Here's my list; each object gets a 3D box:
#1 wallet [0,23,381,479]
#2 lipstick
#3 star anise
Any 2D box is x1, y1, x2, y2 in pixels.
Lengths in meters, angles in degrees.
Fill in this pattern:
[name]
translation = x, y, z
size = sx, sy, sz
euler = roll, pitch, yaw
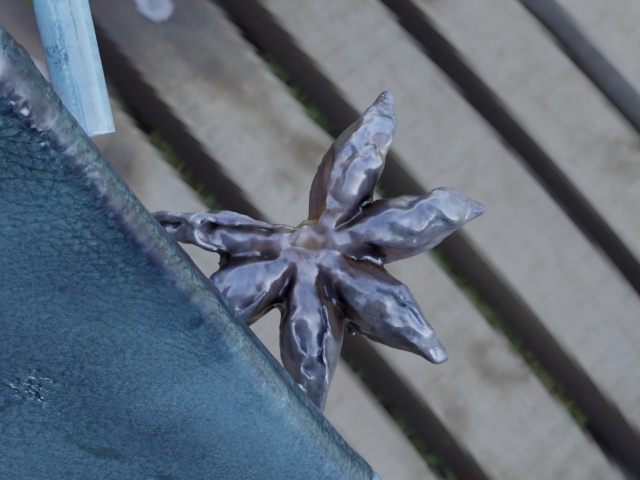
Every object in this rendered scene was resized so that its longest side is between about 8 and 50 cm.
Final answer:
[wallet]
translation = -0.126, 0.047, 0.771
size = 0.379, 0.190, 0.046
euler = 55, 22, -49
[lipstick]
translation = -0.215, -0.166, 1.560
size = 0.048, 0.048, 0.158
euler = -15, 96, -32
[star anise]
translation = 0.005, 0.016, 1.080
size = 0.208, 0.063, 0.172
euler = -25, 84, -9
